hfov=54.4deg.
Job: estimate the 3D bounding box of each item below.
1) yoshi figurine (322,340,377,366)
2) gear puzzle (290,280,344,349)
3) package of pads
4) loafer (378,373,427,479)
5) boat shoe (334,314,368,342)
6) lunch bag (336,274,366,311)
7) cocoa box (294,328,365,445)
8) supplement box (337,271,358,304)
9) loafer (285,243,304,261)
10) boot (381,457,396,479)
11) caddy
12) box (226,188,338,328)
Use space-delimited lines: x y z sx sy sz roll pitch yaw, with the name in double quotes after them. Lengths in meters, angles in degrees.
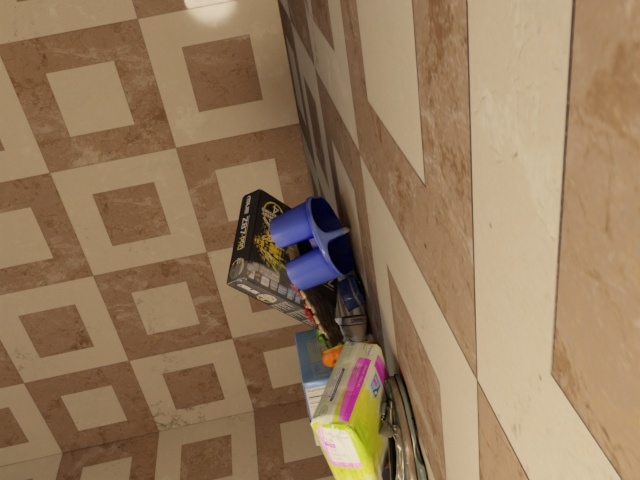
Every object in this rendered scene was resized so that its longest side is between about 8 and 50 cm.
0.111 0.464 1.655 0.203 0.204 0.362 45 -153 -65 "yoshi figurine"
0.004 0.243 1.804 0.338 0.044 0.175 62 -167 4 "gear puzzle"
0.090 0.405 1.369 0.229 0.101 0.296 -62 -36 -44 "package of pads"
0.159 0.417 1.297 0.096 0.084 0.267 82 176 -76 "loafer"
0.096 0.273 1.912 0.258 0.095 0.084 93 169 -84 "boat shoe"
0.091 0.147 1.785 0.098 0.065 0.067 -107 -10 -51 "lunch bag"
0.056 0.442 1.994 0.347 0.232 0.227 -111 9 -71 "cocoa box"
0.086 0.141 1.927 0.083 0.056 0.083 81 176 -50 "supplement box"
-0.082 0.026 1.895 0.056 0.050 0.148 48 -157 -52 "loafer"
0.205 0.559 1.400 0.106 0.082 0.219 -53 -52 -60 "boot"
0.000 0.000 1.760 0.241 0.179 0.341 68 -167 1 "caddy"
-0.101 0.065 1.972 0.395 0.097 0.318 33 -127 -37 "box"
